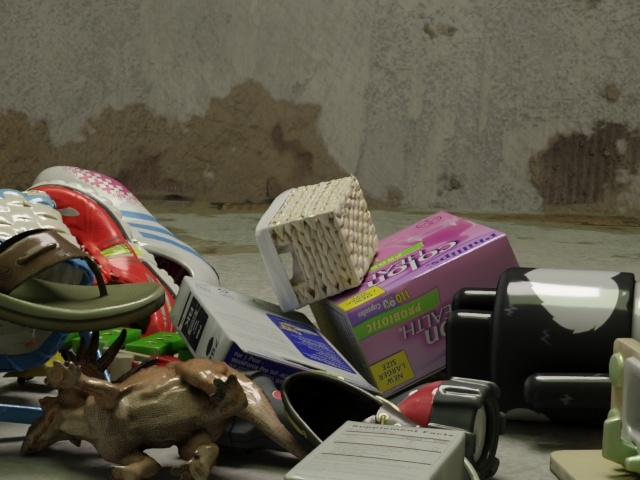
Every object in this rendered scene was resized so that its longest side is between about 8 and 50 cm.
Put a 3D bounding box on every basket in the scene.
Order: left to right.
[{"bbox_3d":[-0.358,0.079,1.727,0.255,0.201,0.289,9,37,-28],"label":"basket"},{"bbox_3d":[0.000,0.000,1.955,0.103,0.113,0.167,-15,15,17],"label":"basket"}]

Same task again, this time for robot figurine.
[{"bbox_3d":[0.278,0.113,1.764,0.278,0.209,0.173,3,-28,12],"label":"robot figurine"}]

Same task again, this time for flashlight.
[{"bbox_3d":[0.023,0.172,1.581,0.304,0.103,0.103,4,-18,26],"label":"flashlight"}]

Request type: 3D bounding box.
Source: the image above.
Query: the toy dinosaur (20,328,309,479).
[{"bbox_3d":[-0.150,0.154,1.544,0.296,0.127,0.200,0,9,1],"label":"toy dinosaur"}]

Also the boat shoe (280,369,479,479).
[{"bbox_3d":[0.046,0.181,1.432,0.228,0.081,0.068,25,-16,47],"label":"boat shoe"}]

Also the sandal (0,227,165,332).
[{"bbox_3d":[-0.297,0.027,1.576,0.303,0.086,0.120,12,9,-10],"label":"sandal"}]

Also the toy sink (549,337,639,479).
[{"bbox_3d":[0.348,0.168,1.538,0.234,0.131,0.153,0,7,-8],"label":"toy sink"}]

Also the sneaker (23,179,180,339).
[{"bbox_3d":[-0.289,0.031,2.116,0.279,0.107,0.118,42,23,0],"label":"sneaker"}]

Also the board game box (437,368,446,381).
[{"bbox_3d":[0.402,0.144,2.032,0.390,0.050,0.390,6,9,30],"label":"board game box"}]

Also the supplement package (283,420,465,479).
[{"bbox_3d":[0.044,0.212,1.248,0.105,0.105,0.179,4,8,16],"label":"supplement package"}]

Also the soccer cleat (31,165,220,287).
[{"bbox_3d":[-0.286,-0.002,2.306,0.331,0.116,0.143,34,12,10],"label":"soccer cleat"}]

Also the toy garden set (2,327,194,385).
[{"bbox_3d":[-0.241,0.144,1.918,0.244,0.049,0.204,5,7,17],"label":"toy garden set"}]

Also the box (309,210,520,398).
[{"bbox_3d":[0.113,0.071,1.979,0.214,0.117,0.243,-25,14,-9],"label":"box"}]

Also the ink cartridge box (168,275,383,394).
[{"bbox_3d":[-0.059,0.126,1.800,0.165,0.065,0.333,19,6,-17],"label":"ink cartridge box"}]
